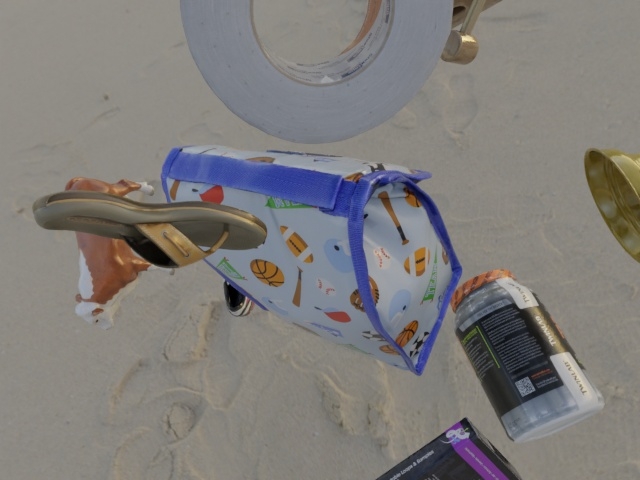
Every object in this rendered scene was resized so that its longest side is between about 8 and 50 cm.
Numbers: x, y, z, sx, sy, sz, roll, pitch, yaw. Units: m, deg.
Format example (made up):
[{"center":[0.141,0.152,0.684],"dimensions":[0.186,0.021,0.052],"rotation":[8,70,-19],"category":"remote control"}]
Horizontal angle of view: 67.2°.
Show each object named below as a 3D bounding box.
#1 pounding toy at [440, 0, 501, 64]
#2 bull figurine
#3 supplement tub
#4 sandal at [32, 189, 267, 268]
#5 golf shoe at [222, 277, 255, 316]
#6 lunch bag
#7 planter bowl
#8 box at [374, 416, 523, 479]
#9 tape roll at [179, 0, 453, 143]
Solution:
[{"center":[0.165,-0.298,0.565],"dimensions":[0.181,0.094,0.206],"rotation":[-13,81,50],"category":"pounding toy"},{"center":[-0.413,0.017,0.971],"dimensions":[0.101,0.188,0.310],"rotation":[-16,85,42],"category":"bull figurine"},{"center":[0.404,0.229,0.993],"dimensions":[0.193,0.193,0.316],"rotation":[-19,57,-3],"category":"supplement tub"},{"center":[-0.131,-0.002,0.391],"dimensions":[0.180,0.072,0.049],"rotation":[6,69,-33],"category":"sandal"},{"center":[-0.173,0.067,1.022],"dimensions":[0.067,0.086,0.186],"rotation":[-7,79,3],"category":"golf shoe"},{"center":[0.000,0.000,0.702],"dimensions":[0.328,0.385,0.239],"rotation":[13,70,33],"category":"lunch bag"},{"center":[0.532,-0.074,0.792],"dimensions":[0.090,0.217,0.217],"rotation":[-25,50,14],"category":"planter bowl"},{"center":[0.117,0.264,0.499],"dimensions":[0.162,0.116,0.029],"rotation":[-39,28,7],"category":"box"},{"center":[-0.004,-0.196,0.403],"dimensions":[0.219,0.219,0.072],"rotation":[-17,35,-2],"category":"tape roll"}]
